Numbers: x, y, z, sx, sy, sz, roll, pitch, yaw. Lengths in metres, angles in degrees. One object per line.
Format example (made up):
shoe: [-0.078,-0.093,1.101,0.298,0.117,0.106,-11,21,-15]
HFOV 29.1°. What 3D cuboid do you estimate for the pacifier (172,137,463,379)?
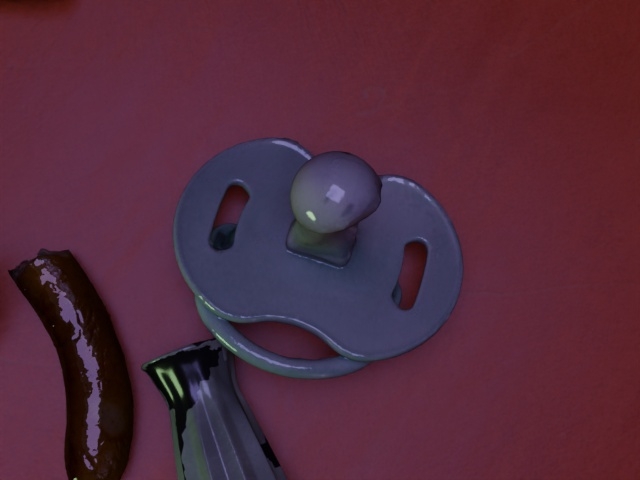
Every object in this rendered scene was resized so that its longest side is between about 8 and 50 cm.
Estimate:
pacifier: [0.000,0.000,1.380,0.343,0.269,0.288,14,66,1]

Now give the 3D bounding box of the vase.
vase: [-0.097,0.296,1.407,0.165,0.165,0.360,-19,80,-5]

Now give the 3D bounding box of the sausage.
sausage: [-0.281,0.146,1.447,0.103,0.076,0.302,-19,83,3]
